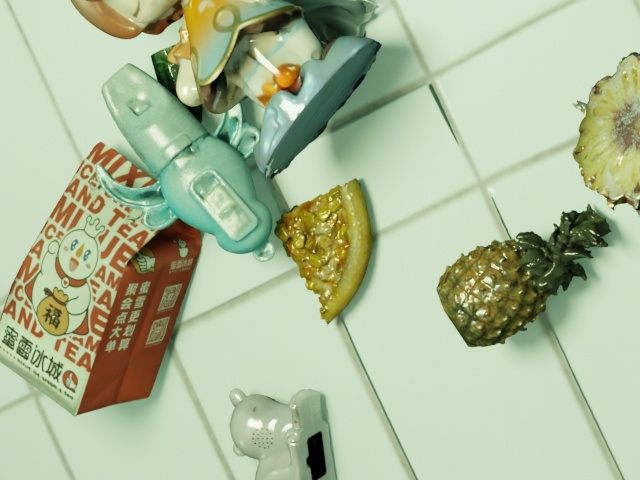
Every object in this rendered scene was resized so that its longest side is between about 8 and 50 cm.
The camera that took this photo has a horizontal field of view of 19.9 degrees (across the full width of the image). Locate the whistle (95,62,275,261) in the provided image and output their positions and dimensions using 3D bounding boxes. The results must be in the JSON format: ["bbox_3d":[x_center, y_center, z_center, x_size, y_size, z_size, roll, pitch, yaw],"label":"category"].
[{"bbox_3d":[-0.145,-0.083,2.054,0.186,0.093,0.274,-40,87,1],"label":"whistle"}]

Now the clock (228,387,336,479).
[{"bbox_3d":[-0.051,0.259,2.147,0.117,0.080,0.176,-1,103,33],"label":"clock"}]

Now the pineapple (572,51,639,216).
[{"bbox_3d":[0.345,-0.089,1.754,0.161,0.137,0.176,-50,40,17],"label":"pineapple"}]

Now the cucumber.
[{"bbox_3d":[-0.163,-0.175,2.109,0.048,0.048,0.105,-6,102,35],"label":"cucumber"}]

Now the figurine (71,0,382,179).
[{"bbox_3d":[-0.123,-0.276,1.959,0.388,0.248,0.276,39,120,7],"label":"figurine"}]

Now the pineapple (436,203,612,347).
[{"bbox_3d":[0.215,0.029,1.898,0.198,0.108,0.108,-36,83,23],"label":"pineapple"}]

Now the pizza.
[{"bbox_3d":[0.000,0.000,2.058,0.131,0.041,0.178,34,120,23],"label":"pizza"}]

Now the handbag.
[{"bbox_3d":[-0.264,0.043,2.183,0.171,0.151,0.298,31,113,29],"label":"handbag"}]
